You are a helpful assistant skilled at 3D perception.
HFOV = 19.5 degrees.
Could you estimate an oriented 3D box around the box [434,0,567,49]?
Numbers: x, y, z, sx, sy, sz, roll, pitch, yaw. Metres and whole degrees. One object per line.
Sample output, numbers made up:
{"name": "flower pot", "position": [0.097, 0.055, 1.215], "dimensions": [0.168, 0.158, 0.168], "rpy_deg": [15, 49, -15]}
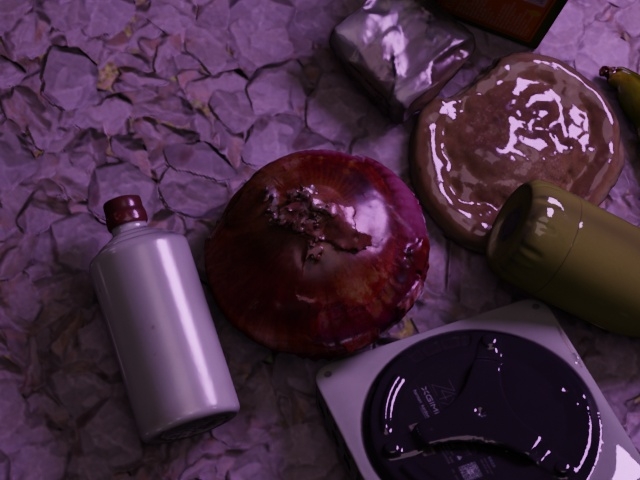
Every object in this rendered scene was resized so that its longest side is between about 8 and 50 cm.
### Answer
{"name": "box", "position": [0.212, -0.337, 1.978], "dimensions": [0.148, 0.195, 0.177], "rpy_deg": [20, 71, -2]}

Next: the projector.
{"name": "projector", "position": [0.156, 0.190, 1.818], "dimensions": [0.259, 0.079, 0.257], "rpy_deg": [-18, 52, -13]}

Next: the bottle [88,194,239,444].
{"name": "bottle", "position": [-0.162, 0.071, 1.838], "dimensions": [0.104, 0.104, 0.245], "rpy_deg": [-16, 76, -13]}

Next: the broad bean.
{"name": "broad bean", "position": [0.362, -0.080, 1.994], "dimensions": [0.053, 0.052, 0.256], "rpy_deg": [-17, 73, -2]}

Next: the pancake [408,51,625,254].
{"name": "pancake", "position": [0.210, -0.093, 1.979], "dimensions": [0.236, 0.042, 0.222], "rpy_deg": [-13, 75, -12]}

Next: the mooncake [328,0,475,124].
{"name": "mooncake", "position": [0.087, -0.203, 1.980], "dimensions": [0.130, 0.073, 0.125], "rpy_deg": [-40, 85, -16]}

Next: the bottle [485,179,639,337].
{"name": "bottle", "position": [0.302, 0.036, 1.908], "dimensions": [0.260, 0.112, 0.112], "rpy_deg": [26, 70, -15]}

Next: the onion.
{"name": "onion", "position": [0.000, 0.000, 1.854], "dimensions": [0.230, 0.163, 0.230], "rpy_deg": [2, 59, -4]}
